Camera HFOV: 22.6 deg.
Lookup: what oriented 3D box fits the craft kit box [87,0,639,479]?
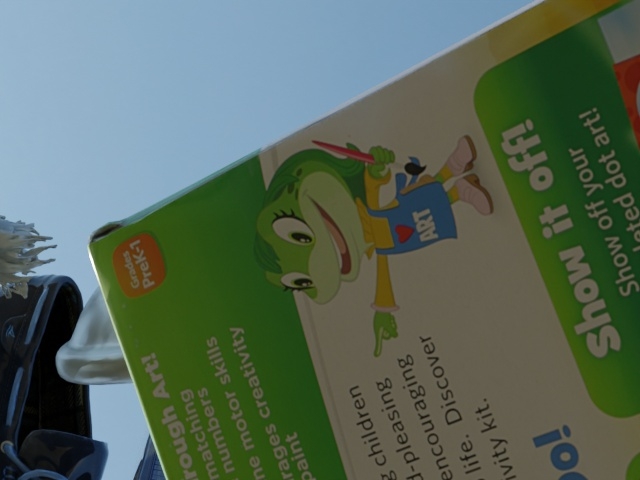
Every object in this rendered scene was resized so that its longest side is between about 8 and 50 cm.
[{"bbox_3d":[0.093,0.067,0.307,0.247,0.061,0.250,-25,-101,28],"label":"craft kit box"}]

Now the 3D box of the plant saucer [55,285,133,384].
[{"bbox_3d":[0.000,0.000,1.132,0.400,0.400,0.100,-13,-85,18],"label":"plant saucer"}]

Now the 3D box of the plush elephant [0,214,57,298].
[{"bbox_3d":[-0.395,0.088,1.264,0.272,0.330,0.255,44,-59,56],"label":"plush elephant"}]

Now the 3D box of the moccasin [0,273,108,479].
[{"bbox_3d":[-0.239,0.182,1.336,0.117,0.138,0.342,-23,-112,25],"label":"moccasin"}]

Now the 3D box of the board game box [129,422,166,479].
[{"bbox_3d":[-0.076,0.197,1.264,0.194,0.194,0.060,17,-63,-20],"label":"board game box"}]
